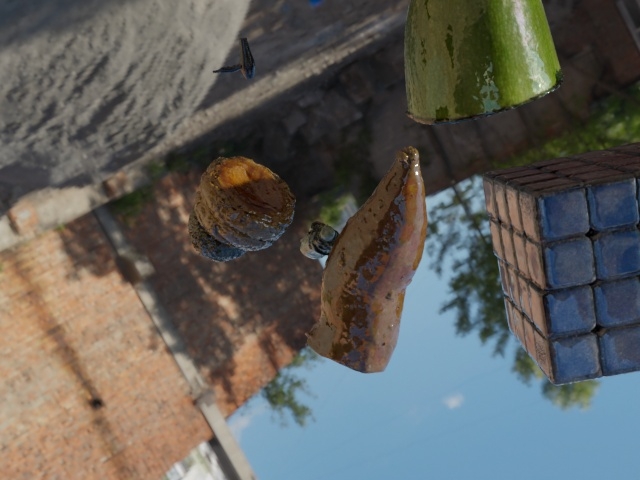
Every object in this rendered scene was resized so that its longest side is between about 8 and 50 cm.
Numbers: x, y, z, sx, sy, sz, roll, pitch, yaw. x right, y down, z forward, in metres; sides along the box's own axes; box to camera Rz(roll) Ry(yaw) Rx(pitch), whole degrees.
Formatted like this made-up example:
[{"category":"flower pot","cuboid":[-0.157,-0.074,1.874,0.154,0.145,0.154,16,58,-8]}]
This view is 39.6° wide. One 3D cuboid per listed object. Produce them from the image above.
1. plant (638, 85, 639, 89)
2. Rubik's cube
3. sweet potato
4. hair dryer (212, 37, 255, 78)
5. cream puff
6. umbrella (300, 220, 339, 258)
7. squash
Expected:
[{"category":"plant","cuboid":[0.666,-0.305,1.668,0.121,0.105,0.116,-61,-174,-21]},{"category":"Rubik's cube","cuboid":[0.504,0.024,1.568,0.345,0.337,0.344,-10,-170,0]},{"category":"sweet potato","cuboid":[0.073,0.018,1.211,0.131,0.336,0.131,10,-154,-5]},{"category":"hair dryer","cuboid":[-0.170,-0.346,1.715,0.083,0.078,0.031,-15,-157,-8]},{"category":"cream puff","cuboid":[-0.154,-0.037,1.562,0.169,0.183,0.183,-53,170,33]},{"category":"umbrella","cuboid":[0.000,0.000,1.657,0.062,0.067,0.143,-28,174,-17]},{"category":"squash","cuboid":[0.276,-0.410,1.663,0.311,0.308,0.310,-15,-159,6]}]
